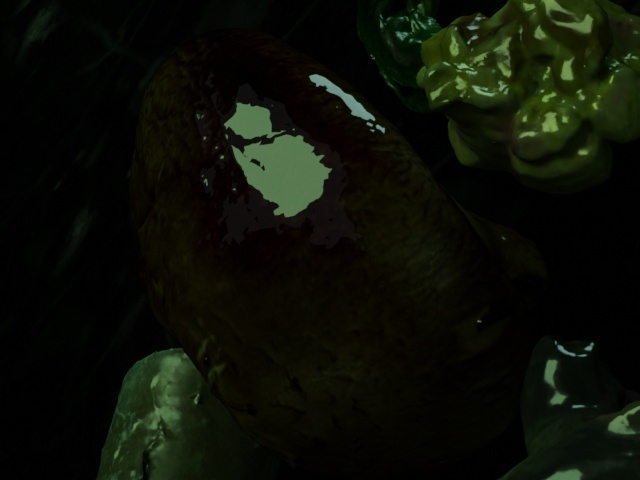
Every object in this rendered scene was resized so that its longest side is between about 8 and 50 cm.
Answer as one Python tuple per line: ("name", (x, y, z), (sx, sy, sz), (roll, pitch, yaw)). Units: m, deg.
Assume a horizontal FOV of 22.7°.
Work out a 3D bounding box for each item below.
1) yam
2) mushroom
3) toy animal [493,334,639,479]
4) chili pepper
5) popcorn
("yam", (-0.079, 0.180, 0.736), (0.093, 0.093, 0.259), (-24, 44, 46))
("mushroom", (-0.009, 0.012, 0.679), (0.138, 0.194, 0.231), (-54, 15, -4))
("toy animal", (0.046, 0.154, 0.551), (0.343, 0.106, 0.168), (-55, 27, -3))
("chili pepper", (0.054, -0.118, 0.854), (0.073, 0.050, 0.182), (-42, 34, 15))
("popcorn", (0.097, -0.074, 0.715), (0.109, 0.089, 0.097), (-8, 44, 58))
